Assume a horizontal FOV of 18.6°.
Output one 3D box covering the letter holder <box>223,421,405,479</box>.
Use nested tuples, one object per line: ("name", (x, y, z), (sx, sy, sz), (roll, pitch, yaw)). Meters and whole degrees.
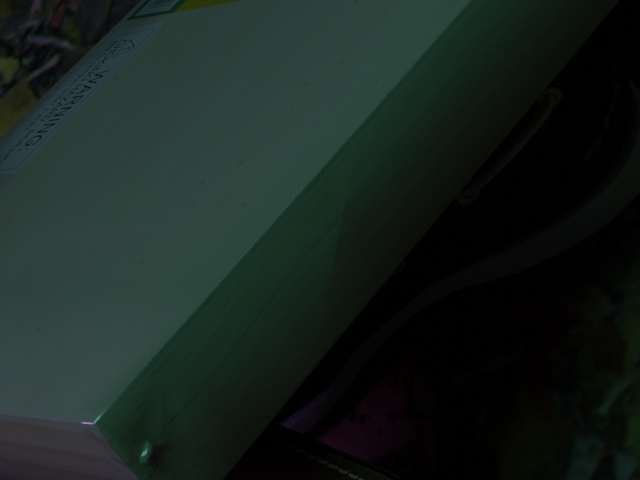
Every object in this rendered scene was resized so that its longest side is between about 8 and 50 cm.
("letter holder", (-0.069, 0.218, 0.744), (0.214, 0.152, 0.302), (18, 76, 45))

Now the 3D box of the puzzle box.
("puzzle box", (-0.021, -0.059, 0.798), (0.272, 0.052, 0.409), (-1, 41, 53))

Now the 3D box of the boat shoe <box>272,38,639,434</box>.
("boat shoe", (0.000, 0.000, 0.858), (0.302, 0.091, 0.114), (-37, 46, 13))
